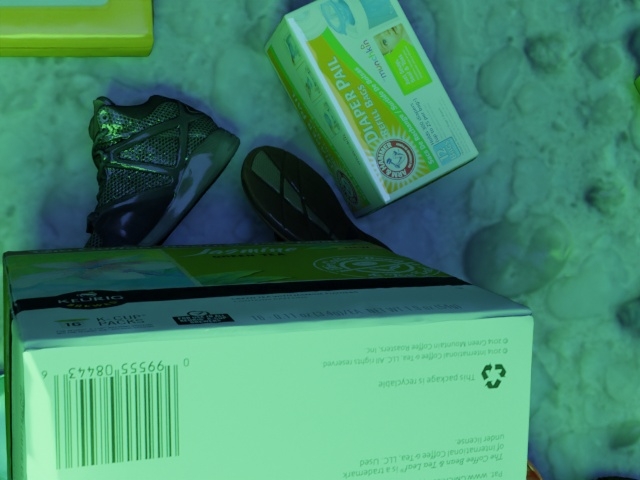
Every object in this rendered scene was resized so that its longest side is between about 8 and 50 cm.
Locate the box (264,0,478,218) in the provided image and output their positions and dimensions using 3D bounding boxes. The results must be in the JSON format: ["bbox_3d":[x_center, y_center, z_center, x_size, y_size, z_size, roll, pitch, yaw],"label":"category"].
[{"bbox_3d":[0.047,-0.138,0.983,0.114,0.103,0.203,-29,91,-16],"label":"box"}]

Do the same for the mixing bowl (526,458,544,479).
[{"bbox_3d":[0.121,0.274,0.954,0.181,0.098,0.181,2,82,-14],"label":"mixing bowl"}]

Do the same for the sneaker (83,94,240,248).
[{"bbox_3d":[-0.189,-0.044,0.925,0.130,0.087,0.227,37,75,-4],"label":"sneaker"}]

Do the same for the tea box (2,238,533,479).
[{"bbox_3d":[-0.065,0.130,0.755,0.329,0.323,0.219,-2,99,-20],"label":"tea box"}]

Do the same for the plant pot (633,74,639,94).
[{"bbox_3d":[0.385,-0.157,1.090,0.083,0.083,0.079,-30,80,-16],"label":"plant pot"}]

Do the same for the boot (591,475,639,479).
[{"bbox_3d":[0.265,0.381,0.976,0.236,0.089,0.269,-3,104,-52],"label":"boot"}]

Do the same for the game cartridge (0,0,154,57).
[{"bbox_3d":[-0.326,-0.313,0.939,0.324,0.053,0.285,-3,84,-15],"label":"game cartridge"}]

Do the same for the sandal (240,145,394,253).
[{"bbox_3d":[0.000,0.000,0.979,0.219,0.060,0.090,40,44,-21],"label":"sandal"}]

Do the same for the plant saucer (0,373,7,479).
[{"bbox_3d":[-0.265,0.177,0.909,0.119,0.021,0.119,2,83,-13],"label":"plant saucer"}]
